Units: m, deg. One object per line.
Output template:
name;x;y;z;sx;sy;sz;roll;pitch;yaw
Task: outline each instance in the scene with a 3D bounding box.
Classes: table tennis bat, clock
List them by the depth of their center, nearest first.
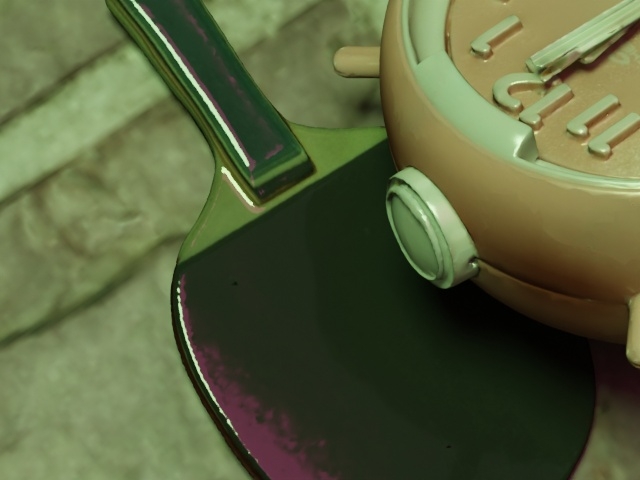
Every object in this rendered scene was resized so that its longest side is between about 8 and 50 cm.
clock;0.134;-0.054;0.677;0.241;0.142;0.227;-32;50;-14
table tennis bat;0.000;0.000;0.711;0.154;0.021;0.274;-31;80;-19
